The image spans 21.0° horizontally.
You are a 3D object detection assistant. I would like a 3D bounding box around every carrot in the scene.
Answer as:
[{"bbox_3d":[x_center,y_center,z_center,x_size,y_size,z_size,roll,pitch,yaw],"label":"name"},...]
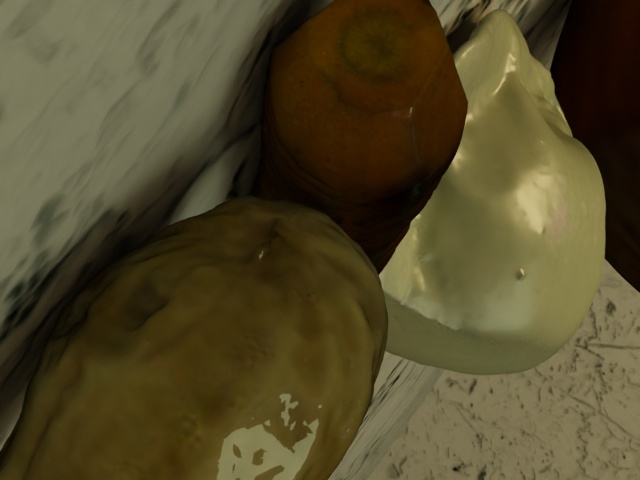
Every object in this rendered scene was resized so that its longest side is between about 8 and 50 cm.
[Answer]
[{"bbox_3d":[0.000,0.000,0.647,0.066,0.066,0.314,-50,172,-22],"label":"carrot"}]

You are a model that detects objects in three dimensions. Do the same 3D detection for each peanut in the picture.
[{"bbox_3d":[-0.065,0.080,0.508,0.229,0.098,0.103,-52,131,-15],"label":"peanut"}]

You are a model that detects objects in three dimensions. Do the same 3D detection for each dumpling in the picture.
[{"bbox_3d":[0.074,-0.025,0.853,0.252,0.131,0.179,20,87,-60],"label":"dumpling"}]

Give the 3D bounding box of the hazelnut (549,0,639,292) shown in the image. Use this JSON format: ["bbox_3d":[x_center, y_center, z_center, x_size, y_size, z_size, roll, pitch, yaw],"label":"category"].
[{"bbox_3d":[0.309,-0.102,1.104,0.366,0.366,0.366,-52,172,-11],"label":"hazelnut"}]
